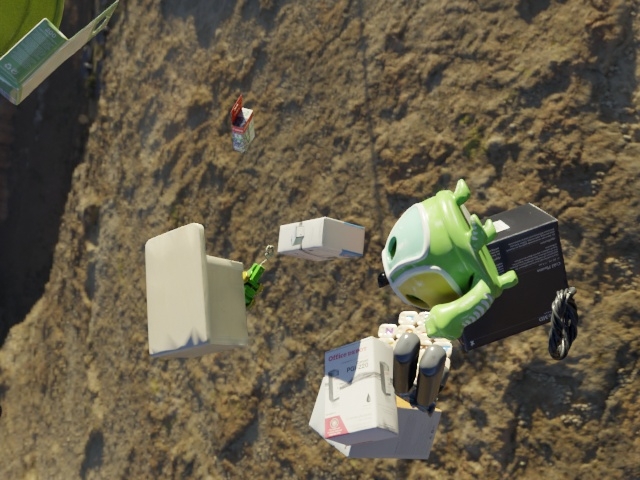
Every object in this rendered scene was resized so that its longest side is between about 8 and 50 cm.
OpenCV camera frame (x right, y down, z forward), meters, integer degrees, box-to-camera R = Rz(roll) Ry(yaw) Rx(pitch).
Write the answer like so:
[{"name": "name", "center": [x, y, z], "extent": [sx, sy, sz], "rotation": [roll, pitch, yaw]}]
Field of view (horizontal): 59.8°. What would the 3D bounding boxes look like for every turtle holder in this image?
[{"name": "turtle holder", "center": [0.266, 0.059, 1.166], "extent": [0.227, 0.243, 0.320], "rotation": [-28, 63, 21]}]

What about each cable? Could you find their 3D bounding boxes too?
[{"name": "cable", "center": [0.581, 0.207, 1.330], "extent": [0.047, 0.150, 0.184], "rotation": [9, 107, 33]}]

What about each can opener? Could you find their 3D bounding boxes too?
[{"name": "can opener", "center": [0.156, 0.197, 0.851], "extent": [0.076, 0.283, 0.095], "rotation": [24, 65, 20]}]

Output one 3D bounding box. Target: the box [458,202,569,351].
[{"name": "box", "center": [0.522, 0.105, 1.638], "extent": [0.179, 0.343, 0.312], "rotation": [-107, -2, -70]}]

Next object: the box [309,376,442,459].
[{"name": "box", "center": [0.176, 0.565, 1.765], "extent": [0.215, 0.345, 0.168], "rotation": [17, 90, 54]}]

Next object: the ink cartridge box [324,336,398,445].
[{"name": "ink cartridge box", "center": [0.094, 0.357, 1.321], "extent": [0.159, 0.092, 0.217], "rotation": [-26, 47, 34]}]

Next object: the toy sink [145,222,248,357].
[{"name": "toy sink", "center": [-0.243, 0.104, 1.102], "extent": [0.153, 0.131, 0.234], "rotation": [-18, 71, 28]}]

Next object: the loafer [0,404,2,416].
[{"name": "loafer", "center": [-0.957, 0.372, 1.426], "extent": [0.095, 0.302, 0.109], "rotation": [0, 48, 50]}]

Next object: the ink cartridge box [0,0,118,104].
[{"name": "ink cartridge box", "center": [-0.466, -0.344, 0.975], "extent": [0.235, 0.056, 0.171], "rotation": [-53, 25, -16]}]

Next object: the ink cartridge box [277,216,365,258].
[{"name": "ink cartridge box", "center": [0.000, 0.000, 1.448], "extent": [0.191, 0.140, 0.082], "rotation": [-11, 71, 50]}]

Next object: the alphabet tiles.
[{"name": "alphabet tiles", "center": [0.327, 0.381, 1.967], "extent": [0.278, 0.021, 0.284], "rotation": [-2, 52, 27]}]

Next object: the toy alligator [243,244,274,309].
[{"name": "toy alligator", "center": [-0.160, 0.091, 1.251], "extent": [0.051, 0.056, 0.189], "rotation": [-8, 47, 47]}]

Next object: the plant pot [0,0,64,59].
[{"name": "plant pot", "center": [-0.773, -0.525, 1.078], "extent": [0.367, 0.353, 0.366], "rotation": [-2, 84, 18]}]

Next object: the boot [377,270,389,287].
[{"name": "boot", "center": [0.236, 0.132, 1.864], "extent": [0.045, 0.099, 0.121], "rotation": [49, 150, 31]}]

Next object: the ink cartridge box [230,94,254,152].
[{"name": "ink cartridge box", "center": [-0.170, -0.255, 1.224], "extent": [0.115, 0.029, 0.063], "rotation": [96, -168, -55]}]
